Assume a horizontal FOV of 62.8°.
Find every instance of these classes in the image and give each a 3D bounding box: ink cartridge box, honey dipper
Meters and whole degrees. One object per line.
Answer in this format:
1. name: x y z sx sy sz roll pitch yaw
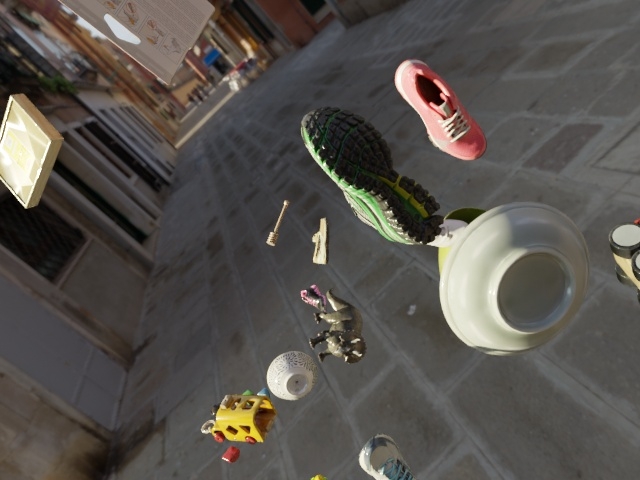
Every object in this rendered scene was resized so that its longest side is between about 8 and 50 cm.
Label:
1. ink cartridge box: -0.426 -0.544 1.217 0.066 0.296 0.261 -3 58 51
2. honey dipper: -0.137 -0.061 1.742 0.031 0.031 0.160 -8 58 58

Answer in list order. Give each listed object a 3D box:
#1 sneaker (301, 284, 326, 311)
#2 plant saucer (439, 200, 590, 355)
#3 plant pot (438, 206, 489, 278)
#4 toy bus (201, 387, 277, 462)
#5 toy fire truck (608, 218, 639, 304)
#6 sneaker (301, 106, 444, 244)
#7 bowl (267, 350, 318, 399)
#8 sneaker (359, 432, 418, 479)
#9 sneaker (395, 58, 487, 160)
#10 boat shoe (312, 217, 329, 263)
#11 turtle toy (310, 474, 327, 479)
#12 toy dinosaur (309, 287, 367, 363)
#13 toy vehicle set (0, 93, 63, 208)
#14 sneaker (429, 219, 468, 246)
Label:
1. sneaker: -0.021 0.170 1.501 0.057 0.047 0.119 -8 23 -20
2. plant saucer: 0.492 0.109 1.264 0.400 0.400 0.100 -44 16 2
3. plant pot: 0.574 0.069 2.054 0.293 0.275 0.274 98 -165 -48
4. toy bus: -0.217 0.446 1.344 0.202 0.104 0.191 -29 27 -14
5. toy fire truck: 0.623 0.038 0.818 0.247 0.158 0.217 -29 41 13
6. sneaker: 0.080 -0.112 1.037 0.134 0.343 0.146 -48 15 -23
7. bowl: -0.084 0.452 1.699 0.170 0.170 0.080 -46 14 -4
8. sneaker: 0.207 0.615 1.365 0.110 0.283 0.122 -43 28 -17
9. sneaker: 0.303 -0.310 1.304 0.116 0.314 0.136 -42 15 13
10. boat shoe: 0.000 0.000 1.490 0.045 0.050 0.135 -1 73 11
11. turtle toy: -0.011 0.798 1.669 0.095 0.066 0.130 -50 3 20
12. toy dinosaur: 0.061 0.255 1.493 0.161 0.120 0.313 -15 27 15
13. toy vehicle set: -0.781 -0.230 1.386 0.267 0.166 0.035 -47 -8 35
14. sneaker: 0.320 -0.021 1.513 0.213 0.080 0.094 -5 -7 19
